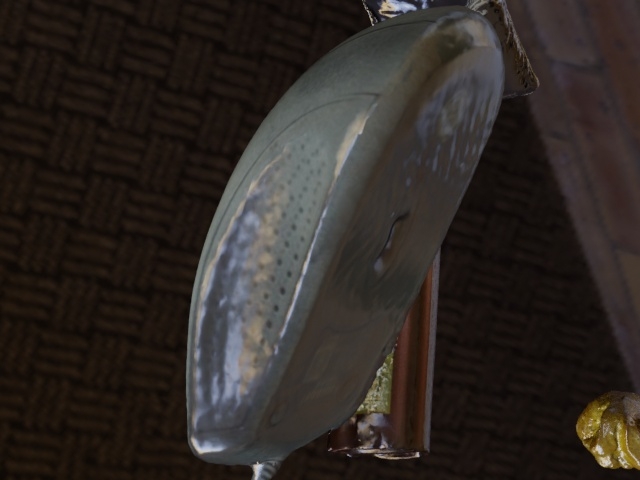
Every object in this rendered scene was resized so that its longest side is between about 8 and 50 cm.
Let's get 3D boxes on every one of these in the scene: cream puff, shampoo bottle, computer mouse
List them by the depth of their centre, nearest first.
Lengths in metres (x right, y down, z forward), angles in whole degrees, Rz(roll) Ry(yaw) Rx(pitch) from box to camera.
[{"bbox_3d":[0.000,0.000,1.172,0.188,0.122,0.371,-4,120,-59],"label":"computer mouse"},{"bbox_3d":[0.246,0.151,1.389,0.083,0.083,0.058,-27,112,-55],"label":"cream puff"},{"bbox_3d":[0.073,0.078,1.914,0.084,0.129,0.323,21,69,-49],"label":"shampoo bottle"}]

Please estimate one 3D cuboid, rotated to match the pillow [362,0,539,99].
[{"bbox_3d":[0.107,-0.213,1.578,0.141,0.055,0.208,-15,113,12],"label":"pillow"}]
